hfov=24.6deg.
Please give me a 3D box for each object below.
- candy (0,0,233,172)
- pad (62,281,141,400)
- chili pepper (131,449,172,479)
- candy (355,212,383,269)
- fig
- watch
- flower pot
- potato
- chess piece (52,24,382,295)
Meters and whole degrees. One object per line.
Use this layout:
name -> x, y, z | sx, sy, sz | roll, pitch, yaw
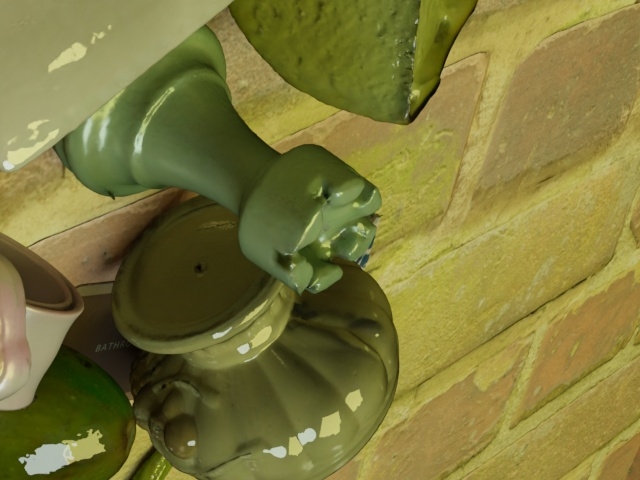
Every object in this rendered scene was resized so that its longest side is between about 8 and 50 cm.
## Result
candy -> -0.192, -0.244, 1.191 | 0.358, 0.145, 0.208 | -43, 148, -22
pad -> -0.225, 0.117, 1.665 | 0.266, 0.002, 0.176 | -6, 124, -55
chili pepper -> -0.212, 0.299, 1.836 | 0.208, 0.043, 0.049 | -56, 139, 0
candy -> 0.000, 0.000, 1.812 | 0.160, 0.073, 0.092 | -12, 128, -52
fig -> -0.283, 0.192, 1.486 | 0.181, 0.191, 0.181 | 2, 90, -80
watch -> -0.340, 0.054, 1.256 | 0.211, 0.248, 0.217 | -61, 177, 7
flower pot -> -0.085, 0.099, 1.588 | 0.307, 0.307, 0.244 | -46, 132, -17
potato -> 0.051, -0.332, 1.451 | 0.280, 0.212, 0.330 | -49, 147, -50
chess piece -> -0.091, -0.076, 1.355 | 0.194, 0.299, 0.195 | -37, 146, -30
